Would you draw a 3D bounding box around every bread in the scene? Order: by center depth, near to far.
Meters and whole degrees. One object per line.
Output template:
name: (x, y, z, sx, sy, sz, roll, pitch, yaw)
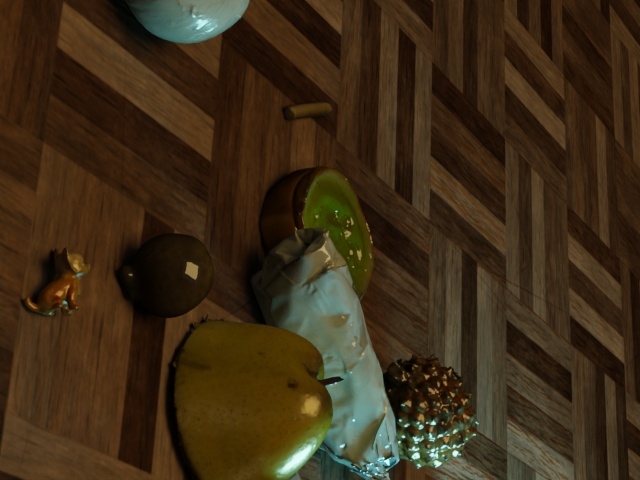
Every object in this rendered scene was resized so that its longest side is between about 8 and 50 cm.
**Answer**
bread: (0.000, 0.000, 2.251, 0.236, 0.070, 0.236, 28, 57, -55)

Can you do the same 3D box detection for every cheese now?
cheese: (-0.178, -0.351, 1.978, 0.189, 0.154, 0.198, -53, 126, -48)

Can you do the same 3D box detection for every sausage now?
sausage: (-0.017, -0.204, 2.345, 0.132, 0.024, 0.024, -17, 95, -60)

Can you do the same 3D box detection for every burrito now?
burrito: (0.019, 0.193, 2.163, 0.101, 0.139, 0.445, -116, -174, -68)

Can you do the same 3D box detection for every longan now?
longan: (-0.193, 0.045, 1.871, 0.119, 0.106, 0.106, -8, 86, -22)

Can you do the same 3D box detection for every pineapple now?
pineapple: (0.155, 0.256, 2.348, 0.193, 0.166, 0.166, 55, 36, -34)

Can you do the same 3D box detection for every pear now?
pear: (-0.066, 0.216, 1.948, 0.267, 0.178, 0.267, 27, 56, -50)

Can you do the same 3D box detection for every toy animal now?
toy animal: (-0.303, 0.044, 1.720, 0.081, 0.060, 0.083, 2, 74, -23)

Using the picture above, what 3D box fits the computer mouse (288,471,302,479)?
computer mouse: (-0.046, 0.361, 2.065, 0.066, 0.039, 0.096, -28, 102, -67)
